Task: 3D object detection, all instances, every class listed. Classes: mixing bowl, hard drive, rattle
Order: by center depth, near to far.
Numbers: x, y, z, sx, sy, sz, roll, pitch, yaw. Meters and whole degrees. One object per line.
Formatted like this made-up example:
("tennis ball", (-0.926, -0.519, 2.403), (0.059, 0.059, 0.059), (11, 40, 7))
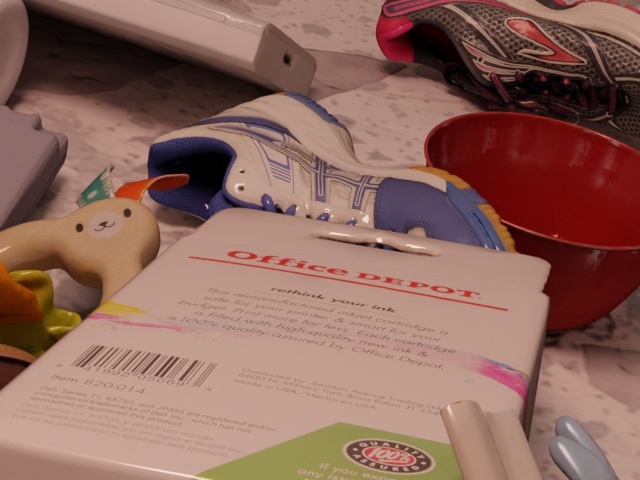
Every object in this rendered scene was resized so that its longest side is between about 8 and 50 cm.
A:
("rattle", (-0.150, -0.014, 0.859), (0.130, 0.142, 0.199), (8, 49, 39))
("mixing bowl", (0.146, -0.003, 1.040), (0.182, 0.098, 0.181), (11, 30, -6))
("hard drive", (-0.168, -0.182, 1.203), (0.308, 0.040, 0.203), (19, 2, 10))

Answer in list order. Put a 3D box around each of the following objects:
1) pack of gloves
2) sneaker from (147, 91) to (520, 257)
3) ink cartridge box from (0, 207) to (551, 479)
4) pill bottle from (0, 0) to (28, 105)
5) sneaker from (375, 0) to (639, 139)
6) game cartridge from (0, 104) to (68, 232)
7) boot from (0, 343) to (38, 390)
("pack of gloves", (0.135, 0.165, 0.588), (0.195, 0.046, 0.232), (15, 52, -65))
("sneaker", (0.000, 0.000, 0.985), (0.131, 0.111, 0.296), (-17, 31, -33))
("ink cartridge box", (-0.007, 0.092, 0.733), (0.207, 0.119, 0.353), (9, 18, 11))
("pill bottle", (-0.312, -0.156, 1.117), (0.184, 0.103, 0.103), (19, 30, 10))
("sneaker", (0.188, -0.143, 1.310), (0.299, 0.121, 0.112), (27, 61, 22))
("game cartridge", (-0.327, -0.052, 0.981), (0.294, 0.060, 0.196), (14, 26, 1))
("boot", (-0.188, 0.151, 0.683), (0.248, 0.090, 0.207), (-13, 50, -41))
